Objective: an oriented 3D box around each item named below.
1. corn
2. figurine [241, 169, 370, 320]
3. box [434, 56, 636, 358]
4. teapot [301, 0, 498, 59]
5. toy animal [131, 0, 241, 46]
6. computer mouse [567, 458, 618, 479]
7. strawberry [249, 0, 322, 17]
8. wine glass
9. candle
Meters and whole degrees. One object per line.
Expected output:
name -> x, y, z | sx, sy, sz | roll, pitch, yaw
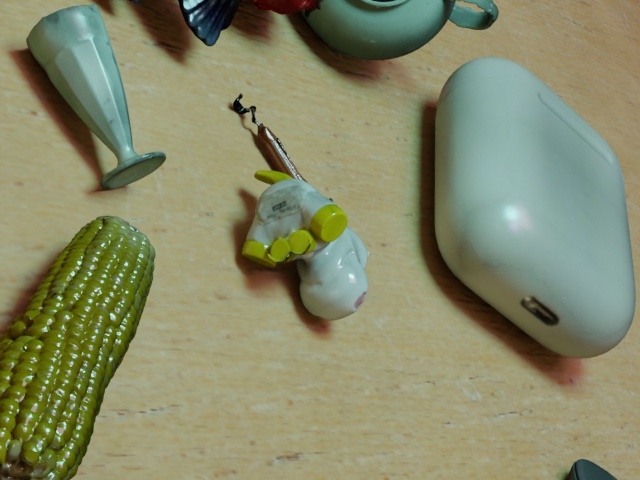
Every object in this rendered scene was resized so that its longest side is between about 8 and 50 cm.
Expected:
corn -> -0.193, 0.087, 1.114 | 0.097, 0.097, 0.320 | 44, 32, -17
figurine -> 0.002, 0.006, 1.451 | 0.178, 0.109, 0.130 | 45, 22, -35
box -> 0.254, -0.042, 1.775 | 0.288, 0.141, 0.349 | 36, 38, -27
teapot -> 0.066, -0.306, 1.712 | 0.294, 0.129, 0.193 | 19, 83, -2
toy animal -> -0.133, -0.309, 1.472 | 0.218, 0.179, 0.116 | 55, 7, -2
computer mouse -> 0.313, 0.336, 1.586 | 0.120, 0.057, 0.232 | 38, 36, -27
strawberry -> -0.090, -0.330, 1.590 | 0.236, 0.190, 0.111 | 35, 56, 13
wine glass -> -0.198, -0.126, 1.320 | 0.073, 0.073, 0.155 | -16, 78, -57
candle -> -0.038, -0.079, 1.531 | 0.026, 0.021, 0.167 | -32, 88, -30
